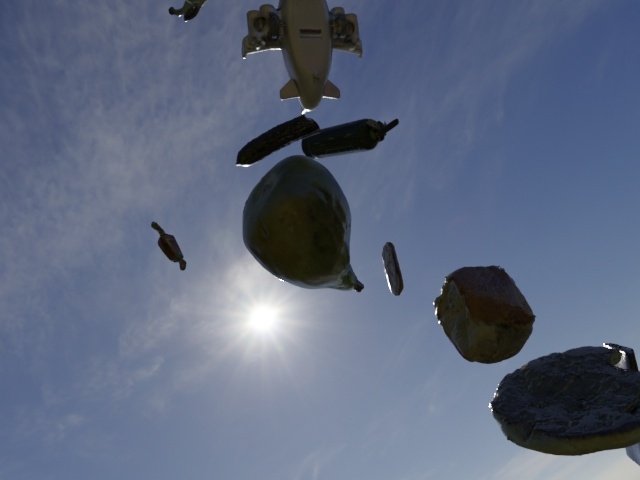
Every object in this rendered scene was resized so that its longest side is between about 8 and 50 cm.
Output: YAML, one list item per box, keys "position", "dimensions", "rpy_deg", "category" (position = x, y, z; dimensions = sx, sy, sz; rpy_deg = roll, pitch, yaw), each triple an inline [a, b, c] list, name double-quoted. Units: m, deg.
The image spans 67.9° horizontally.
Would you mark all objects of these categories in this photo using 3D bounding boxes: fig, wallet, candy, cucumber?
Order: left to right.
- position: [-0.464, 0.018, 1.466]
  dimensions: [0.053, 0.182, 0.046]
  rpy_deg: [-44, -12, 33]
  category: "candy"
- position: [-0.121, -0.268, 1.268]
  dimensions: [0.245, 0.067, 0.067]
  rpy_deg: [-26, -39, -5]
  category: "cucumber"
- position: [-0.010, -0.005, 0.929]
  dimensions: [0.233, 0.314, 0.233]
  rpy_deg: [-46, 3, 4]
  category: "fig"
- position: [0.841, 0.445, 1.283]
  dimensions: [0.044, 0.321, 0.170]
  rpy_deg: [-9, -6, 13]
  category: "wallet"

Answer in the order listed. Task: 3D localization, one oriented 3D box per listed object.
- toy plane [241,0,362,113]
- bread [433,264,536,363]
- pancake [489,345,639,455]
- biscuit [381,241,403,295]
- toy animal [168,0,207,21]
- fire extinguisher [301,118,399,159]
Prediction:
- position: [-0.031, -0.385, 0.943]
  dimensions: [0.252, 0.118, 0.252]
  rpy_deg: [-1, -88, -16]
  category: "toy plane"
- position: [0.527, 0.245, 1.543]
  dimensions: [0.250, 0.279, 0.225]
  rpy_deg: [-7, -43, -22]
  category: "bread"
- position: [0.368, 0.223, 0.678]
  dimensions: [0.253, 0.253, 0.037]
  rpy_deg: [-25, -82, -11]
  category: "pancake"
- position: [0.182, 0.070, 1.205]
  dimensions: [0.018, 0.147, 0.071]
  rpy_deg: [-4, -28, -15]
  category: "biscuit"
- position: [-0.235, -0.526, 0.895]
  dimensions: [0.073, 0.176, 0.217]
  rpy_deg: [-40, -35, -54]
  category: "toy animal"
- position: [0.086, -0.311, 1.434]
  dimensions: [0.114, 0.311, 0.095]
  rpy_deg: [-47, -59, -33]
  category: "fire extinguisher"
